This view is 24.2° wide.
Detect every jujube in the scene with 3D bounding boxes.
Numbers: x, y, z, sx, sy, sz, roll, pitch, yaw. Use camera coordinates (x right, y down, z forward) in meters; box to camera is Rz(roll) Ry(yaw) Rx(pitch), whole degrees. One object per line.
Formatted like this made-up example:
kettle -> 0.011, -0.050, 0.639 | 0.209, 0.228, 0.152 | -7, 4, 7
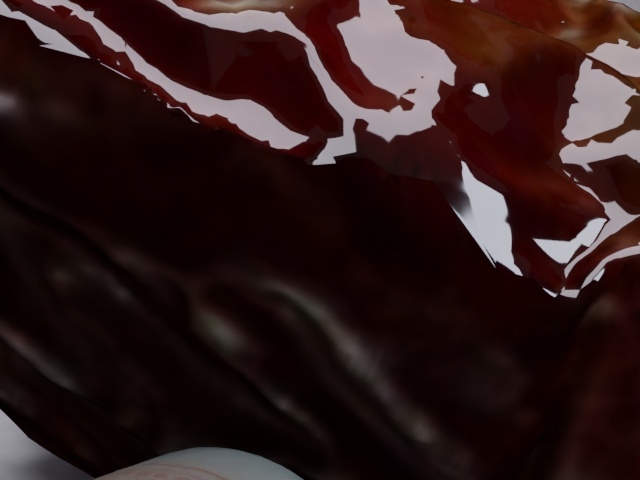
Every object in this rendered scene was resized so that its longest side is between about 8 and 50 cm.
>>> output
jujube -> 0.000, 0.000, 0.426 | 0.342, 0.216, 0.216 | 22, 13, -14

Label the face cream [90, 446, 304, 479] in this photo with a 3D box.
face cream -> -0.087, 0.111, 0.251 | 0.101, 0.101, 0.252 | 20, 19, 32
